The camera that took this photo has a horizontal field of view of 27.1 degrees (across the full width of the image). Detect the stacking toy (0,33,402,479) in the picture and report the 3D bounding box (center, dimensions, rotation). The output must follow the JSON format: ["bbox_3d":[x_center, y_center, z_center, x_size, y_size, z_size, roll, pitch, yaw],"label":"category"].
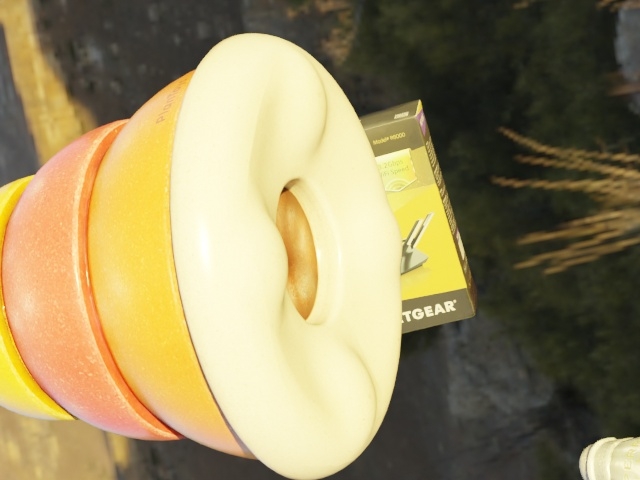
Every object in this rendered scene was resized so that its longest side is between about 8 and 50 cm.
[{"bbox_3d":[-0.196,0.039,1.122,0.350,0.479,0.351,-9,-90,-66],"label":"stacking toy"}]

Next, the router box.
[{"bbox_3d":[0.000,0.000,1.517,0.081,0.308,0.243,-68,-39,-69],"label":"router box"}]

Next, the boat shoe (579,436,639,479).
[{"bbox_3d":[0.314,0.231,1.010,0.103,0.320,0.118,-3,59,43],"label":"boat shoe"}]
